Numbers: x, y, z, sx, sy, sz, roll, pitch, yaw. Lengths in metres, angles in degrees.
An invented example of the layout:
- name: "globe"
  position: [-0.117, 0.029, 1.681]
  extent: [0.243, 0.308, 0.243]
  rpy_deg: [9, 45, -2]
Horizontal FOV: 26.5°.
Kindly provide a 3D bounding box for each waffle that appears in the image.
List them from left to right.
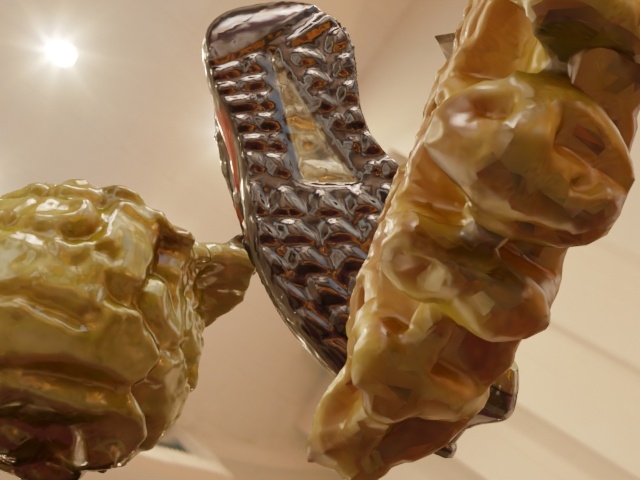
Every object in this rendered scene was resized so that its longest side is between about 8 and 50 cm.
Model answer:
- name: "waffle"
  position: [0.054, -0.025, 0.410]
  extent: [0.057, 0.219, 0.229]
  rpy_deg: [22, -69, 2]

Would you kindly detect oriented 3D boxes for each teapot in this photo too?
- name: "teapot"
  position: [0.122, 0.144, 1.359]
  extent: [0.119, 0.130, 0.165]
  rpy_deg: [-52, -35, 12]

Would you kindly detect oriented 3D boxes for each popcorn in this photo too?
- name: "popcorn"
  position: [-0.222, 0.084, 1.142]
  extent: [0.293, 0.293, 0.237]
  rpy_deg: [33, -132, -39]

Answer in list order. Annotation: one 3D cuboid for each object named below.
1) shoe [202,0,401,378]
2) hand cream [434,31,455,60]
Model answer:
- name: "shoe"
  position: [0.000, 0.000, 0.950]
  extent: [0.132, 0.336, 0.171]
  rpy_deg: [-14, -33, -14]
- name: "hand cream"
  position: [0.184, -0.131, 1.373]
  extent: [0.054, 0.087, 0.186]
  rpy_deg: [-46, -59, -40]
